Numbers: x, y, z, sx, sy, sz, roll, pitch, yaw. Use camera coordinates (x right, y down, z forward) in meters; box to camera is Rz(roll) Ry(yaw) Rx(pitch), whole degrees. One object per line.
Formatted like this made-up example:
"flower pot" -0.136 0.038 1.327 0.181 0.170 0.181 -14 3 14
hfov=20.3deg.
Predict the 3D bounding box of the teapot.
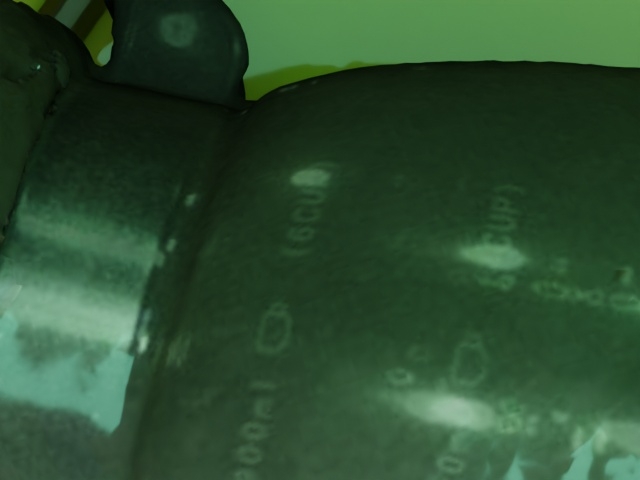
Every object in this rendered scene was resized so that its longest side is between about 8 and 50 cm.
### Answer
"teapot" -0.001 0.007 0.464 0.285 0.223 0.305 13 97 0
